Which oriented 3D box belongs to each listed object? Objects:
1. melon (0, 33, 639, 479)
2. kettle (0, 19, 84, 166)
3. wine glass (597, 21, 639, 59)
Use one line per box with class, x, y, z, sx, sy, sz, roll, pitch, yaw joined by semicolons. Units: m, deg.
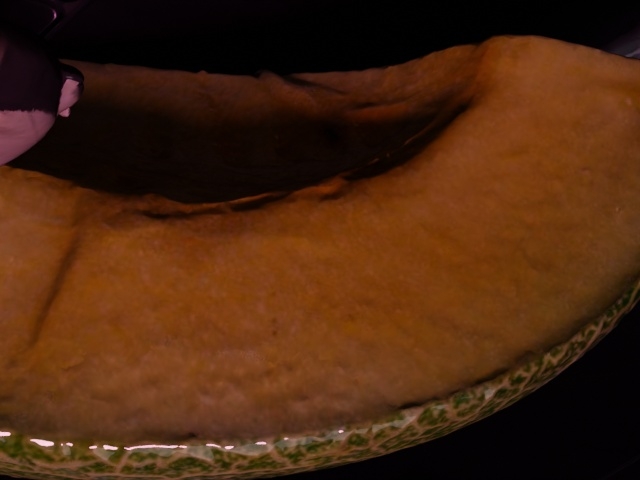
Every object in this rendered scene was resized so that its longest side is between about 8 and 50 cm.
melon;0.000;0.000;0.880;0.343;0.226;0.331;7;-168;5
kettle;-0.260;-0.049;0.684;0.321;0.228;0.324;-12;174;43
wine glass;0.193;-0.143;0.919;0.309;0.096;0.264;-27;164;13
